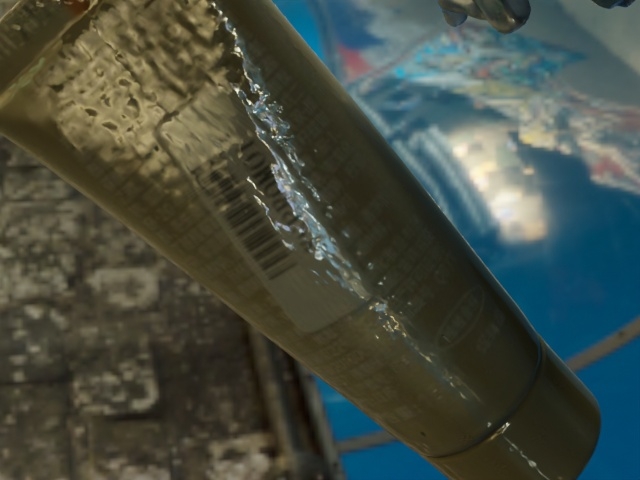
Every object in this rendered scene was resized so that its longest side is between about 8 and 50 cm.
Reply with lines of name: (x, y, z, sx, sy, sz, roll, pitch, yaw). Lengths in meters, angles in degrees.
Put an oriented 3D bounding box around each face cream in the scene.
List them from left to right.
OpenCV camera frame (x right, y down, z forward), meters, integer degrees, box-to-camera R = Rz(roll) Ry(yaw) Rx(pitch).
face cream: (0.000, 0.000, 0.606, 0.341, 0.137, 0.084, 44, 15, -23)

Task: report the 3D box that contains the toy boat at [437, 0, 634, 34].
toy boat: (0.126, -0.178, 0.685, 0.129, 0.142, 0.309, -35, -169, 36)
